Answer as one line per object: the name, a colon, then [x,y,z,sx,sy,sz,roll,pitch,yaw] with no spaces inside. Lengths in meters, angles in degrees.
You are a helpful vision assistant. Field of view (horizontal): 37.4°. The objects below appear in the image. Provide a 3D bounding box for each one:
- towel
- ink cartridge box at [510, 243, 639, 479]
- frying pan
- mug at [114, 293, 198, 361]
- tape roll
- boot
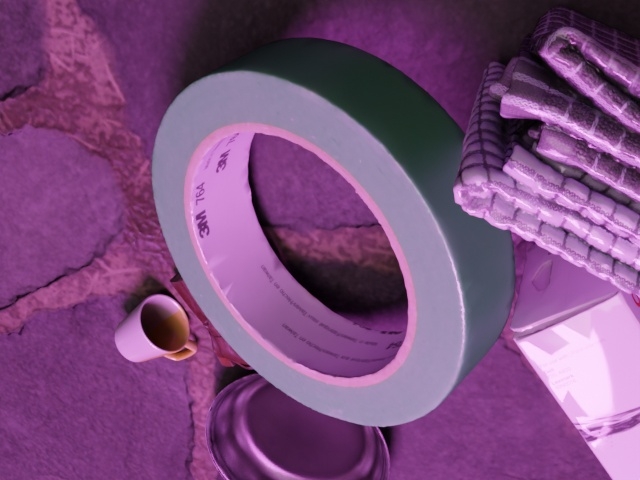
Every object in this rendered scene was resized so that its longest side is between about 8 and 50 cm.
towel: [0.243,-0.057,0.635,0.284,0.235,0.121,27,118,3]
ink cartridge box: [0.255,0.103,0.757,0.092,0.160,0.219,-29,105,28]
frying pan: [0.033,0.243,0.973,0.326,0.053,0.197,31,122,-1]
mug: [-0.173,0.101,0.964,0.064,0.062,0.078,-29,98,37]
tape roll: [0.000,0.000,0.772,0.321,0.077,0.321,25,133,30]
boot: [-0.091,0.069,0.922,0.106,0.037,0.114,-13,109,43]
